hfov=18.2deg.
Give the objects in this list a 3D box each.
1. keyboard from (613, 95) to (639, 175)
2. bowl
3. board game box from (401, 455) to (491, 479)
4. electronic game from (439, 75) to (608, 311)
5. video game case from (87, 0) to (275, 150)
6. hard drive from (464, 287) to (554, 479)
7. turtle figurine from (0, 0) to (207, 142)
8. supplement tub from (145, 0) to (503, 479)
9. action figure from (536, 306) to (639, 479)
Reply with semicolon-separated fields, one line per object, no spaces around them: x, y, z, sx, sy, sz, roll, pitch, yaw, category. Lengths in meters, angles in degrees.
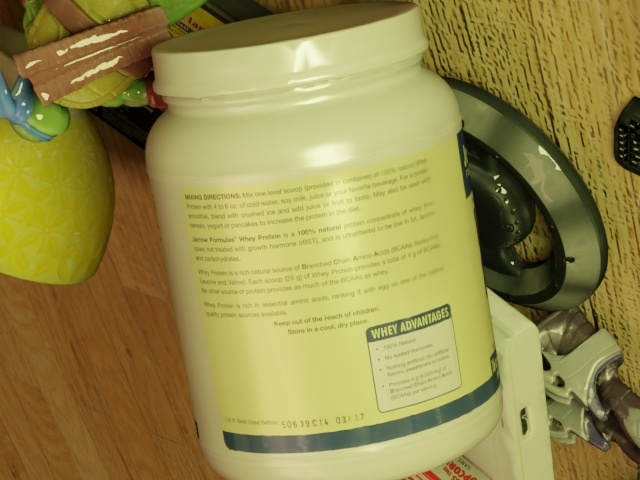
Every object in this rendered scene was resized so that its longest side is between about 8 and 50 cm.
0.288;-0.043;1.420;0.192;0.038;0.100;26;144;26;keyboard
-0.294;-0.103;1.808;0.289;0.289;0.156;35;104;15;bowl
0.078;0.229;1.966;0.193;0.045;0.147;39;148;9;board game box
0.133;-0.035;1.593;0.229;0.048;0.229;34;151;22;electronic game
-0.146;-0.168;1.773;0.275;0.035;0.248;35;148;16;video game case
0.080;0.071;1.702;0.307;0.040;0.203;39;151;41;hard drive
-0.136;-0.195;1.611;0.266;0.274;0.198;-51;53;21;turtle figurine
0.000;0.000;1.483;0.235;0.235;0.325;4;108;47;supplement tub
0.281;0.176;1.611;0.285;0.099;0.185;37;167;28;action figure
